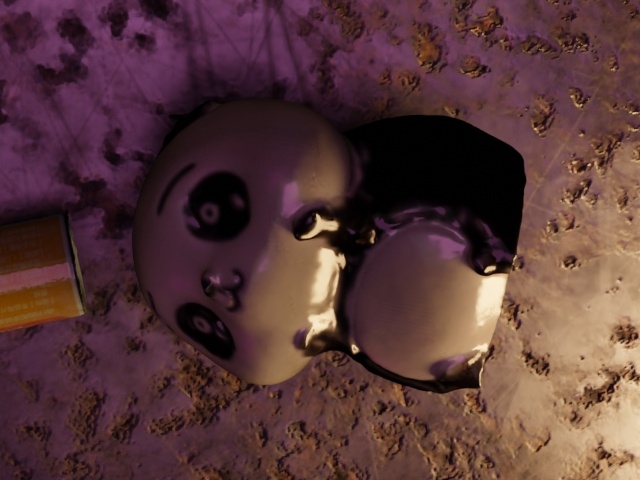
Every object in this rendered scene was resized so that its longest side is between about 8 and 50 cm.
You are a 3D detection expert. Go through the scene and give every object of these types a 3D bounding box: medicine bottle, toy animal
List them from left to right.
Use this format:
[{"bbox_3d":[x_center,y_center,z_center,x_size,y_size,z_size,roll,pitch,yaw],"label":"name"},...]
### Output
[{"bbox_3d":[-0.413,0.061,1.246,0.426,0.108,0.108,-12,105,-6],"label":"medicine bottle"},{"bbox_3d":[0.000,0.000,1.245,0.309,0.251,0.251,12,102,-1],"label":"toy animal"}]
